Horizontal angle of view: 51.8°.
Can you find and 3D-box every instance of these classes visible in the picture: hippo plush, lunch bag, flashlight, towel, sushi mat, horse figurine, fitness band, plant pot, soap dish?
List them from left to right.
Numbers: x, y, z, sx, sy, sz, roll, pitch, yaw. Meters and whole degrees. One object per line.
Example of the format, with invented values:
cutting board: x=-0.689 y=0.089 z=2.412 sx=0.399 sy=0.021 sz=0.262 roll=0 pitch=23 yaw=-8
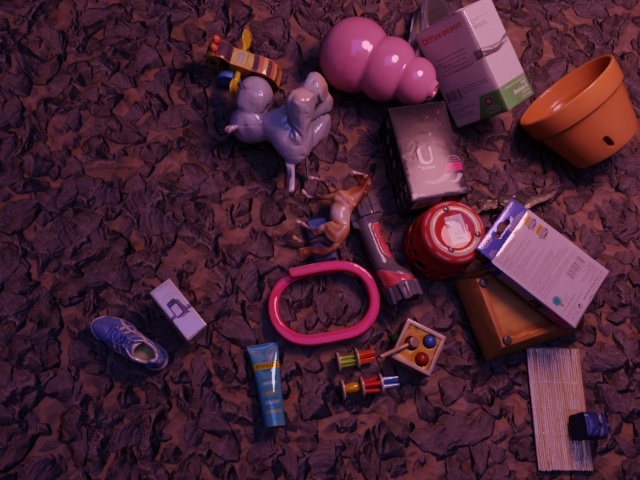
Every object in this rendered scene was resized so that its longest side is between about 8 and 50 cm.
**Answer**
hippo plush: x=-0.114 y=-0.323 z=1.768 sx=0.236 sy=0.234 sz=0.294 roll=18 pitch=115 yaw=16
towel: x=0.000 y=0.000 z=1.752 sx=0.067 sy=0.029 sz=0.120 roll=-12 pitch=77 yaw=-7
fitness band: x=0.008 y=0.163 z=1.699 sx=0.290 sy=0.054 sz=0.209 roll=-9 pitch=79 yaw=-8
horse figurine: x=0.025 y=-0.065 z=1.714 sx=0.174 sy=0.066 sz=0.263 roll=13 pitch=78 yaw=11
flashlight: x=0.169 y=0.024 z=1.734 sx=0.103 sy=0.103 sz=0.304 roll=-28 pitch=72 yaw=25
plant pot: x=0.323 y=-0.002 z=1.719 sx=0.191 sy=0.174 sz=0.191 roll=1 pitch=75 yaw=-4
soap dish: x=0.529 y=0.164 z=1.725 sx=0.290 sy=0.118 sz=0.229 roll=-16 pitch=77 yaw=-12
sushi mat: x=0.621 y=0.434 z=1.713 sx=0.151 sy=0.019 sz=0.317 roll=0 pitch=75 yaw=-6
plant pot: x=0.734 y=-0.340 z=1.822 sx=0.291 sy=0.291 sz=0.203 roll=-45 pitch=100 yaw=-16
lunch bag: x=0.676 y=0.465 z=1.648 sx=0.065 sy=0.098 sz=0.067 roll=3 pitch=68 yaw=-9

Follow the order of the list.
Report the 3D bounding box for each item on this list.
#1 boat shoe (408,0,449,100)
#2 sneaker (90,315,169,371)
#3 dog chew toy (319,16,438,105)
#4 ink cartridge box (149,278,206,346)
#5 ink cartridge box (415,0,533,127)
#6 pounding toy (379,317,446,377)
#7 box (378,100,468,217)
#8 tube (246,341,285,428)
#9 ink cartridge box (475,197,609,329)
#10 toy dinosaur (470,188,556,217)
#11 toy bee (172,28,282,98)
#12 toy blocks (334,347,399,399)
boat shoe: x=0.301 y=-0.551 z=1.915 sx=0.118 sy=0.103 sz=0.321 roll=11 pitch=78 yaw=-27
sneaker: x=-0.464 y=0.243 z=1.601 sx=0.211 sy=0.081 sz=0.080 roll=27 pitch=75 yaw=2
dog chew toy: x=0.164 y=-0.471 z=1.791 sx=0.331 sy=0.207 sz=0.207 roll=29 pitch=73 yaw=16
ink cartridge box: x=-0.347 y=0.180 z=1.617 sx=0.063 sy=0.109 sz=0.150 roll=-38 pitch=82 yaw=-19
ink cartridge box: x=0.415 y=-0.480 z=1.789 sx=0.121 sy=0.211 sz=0.289 roll=-33 pitch=102 yaw=-26
pounding toy: x=0.227 y=0.274 z=1.666 sx=0.141 sy=0.100 sz=0.130 roll=26 pitch=73 yaw=1
box: x=0.275 y=-0.219 z=1.787 sx=0.165 sy=0.143 sz=0.271 roll=-10 pitch=75 yaw=-10
tube: x=-0.128 y=0.358 z=1.631 sx=0.080 sy=0.052 sz=0.207 roll=-4 pitch=69 yaw=-19
ink cartridge box: x=0.551 y=0.058 z=1.663 sx=0.311 sy=0.065 sz=0.186 roll=39 pitch=72 yaw=1
toy dinosaur: x=0.556 y=-0.082 z=1.829 sx=0.268 sy=0.064 sz=0.118 roll=-8 pitch=69 yaw=-12
toy bee: x=-0.250 y=-0.480 z=1.788 sx=0.298 sy=0.162 sz=0.195 roll=-8 pitch=77 yaw=-9
toy blocks: x=0.118 y=0.330 z=1.661 sx=0.148 sy=0.054 sz=0.123 roll=-7 pitch=76 yaw=-9
